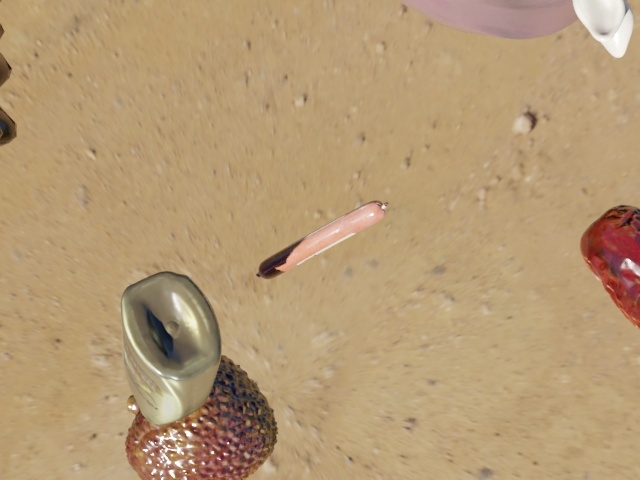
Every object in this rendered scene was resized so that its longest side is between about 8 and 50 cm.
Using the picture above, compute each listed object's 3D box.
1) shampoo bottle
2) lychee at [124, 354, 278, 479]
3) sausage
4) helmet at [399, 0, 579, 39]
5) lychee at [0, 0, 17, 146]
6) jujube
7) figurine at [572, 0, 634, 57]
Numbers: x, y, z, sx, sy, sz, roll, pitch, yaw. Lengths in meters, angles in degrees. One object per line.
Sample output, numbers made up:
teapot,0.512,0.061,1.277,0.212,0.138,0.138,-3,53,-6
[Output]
shampoo bottle,-0.161,0.125,1.407,0.084,0.350,0.126,-25,80,-14
lychee,-0.155,0.230,1.685,0.194,0.194,0.195,0,84,-2
sausage,0.000,0.000,1.753,0.223,0.029,0.029,-29,84,29
helmet,0.166,-0.331,1.396,0.338,0.197,0.271,21,65,34
lychee,-0.247,-0.067,0.423,0.306,0.306,0.330,-46,65,-6
jujube,0.288,0.027,1.217,0.077,0.077,0.129,-24,58,-4
figurine,0.236,-0.286,1.154,0.155,0.127,0.236,-31,70,5
